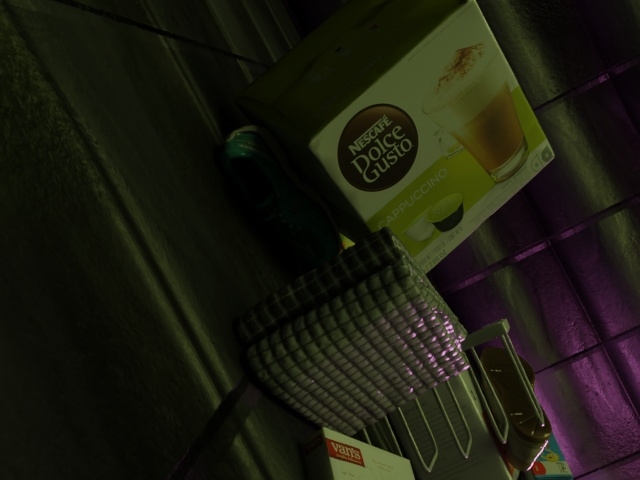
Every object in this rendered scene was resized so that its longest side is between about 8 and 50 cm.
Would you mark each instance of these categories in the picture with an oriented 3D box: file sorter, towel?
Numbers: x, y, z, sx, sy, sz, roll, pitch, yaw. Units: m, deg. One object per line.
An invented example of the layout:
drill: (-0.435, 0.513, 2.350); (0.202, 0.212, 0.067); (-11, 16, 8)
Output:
file sorter: (0.208, 0.261, 1.237); (0.173, 0.277, 0.193); (66, 12, 9)
towel: (0.053, 0.124, 0.988); (0.284, 0.235, 0.121); (48, 12, -51)

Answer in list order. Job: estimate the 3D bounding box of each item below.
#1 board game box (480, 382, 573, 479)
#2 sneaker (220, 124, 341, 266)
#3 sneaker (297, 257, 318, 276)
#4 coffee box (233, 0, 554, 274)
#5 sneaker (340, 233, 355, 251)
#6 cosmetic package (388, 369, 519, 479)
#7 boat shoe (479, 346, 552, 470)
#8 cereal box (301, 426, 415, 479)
board game box: (0.417, 0.494, 1.684); (0.302, 0.086, 0.308); (-102, -162, -52)
sneaker: (-0.072, -0.057, 1.239); (0.275, 0.107, 0.110); (51, 28, -16)
sneaker: (0.036, 0.114, 1.358); (0.237, 0.086, 0.085); (46, 45, -18)
coffee box: (0.117, -0.197, 1.307); (0.334, 0.337, 0.338); (51, -6, -32)
sneaker: (0.065, 0.040, 1.619); (0.208, 0.081, 0.094); (44, 40, -26)
cosmetic package: (0.217, 0.290, 1.498); (0.453, 0.161, 0.230); (65, 12, 14)
boat shoe: (0.362, 0.314, 1.460); (0.302, 0.109, 0.098); (-93, -167, -65)
cereal box: (0.070, 0.352, 0.894); (0.173, 0.047, 0.240); (31, 30, -36)
